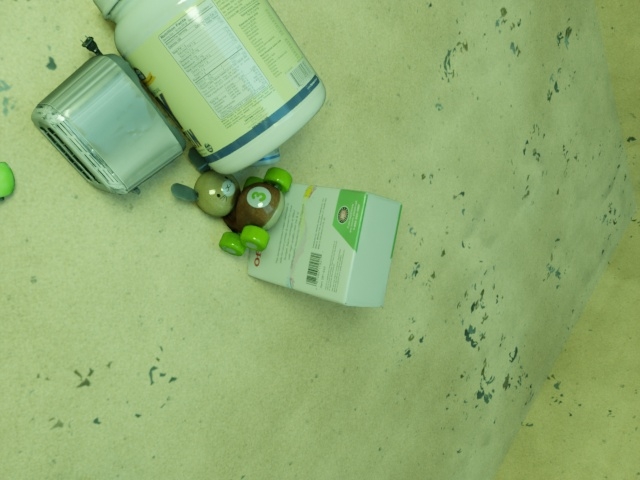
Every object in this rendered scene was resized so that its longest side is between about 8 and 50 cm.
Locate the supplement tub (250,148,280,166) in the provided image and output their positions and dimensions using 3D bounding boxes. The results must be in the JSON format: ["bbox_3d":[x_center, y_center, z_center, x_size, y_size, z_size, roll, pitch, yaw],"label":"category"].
[{"bbox_3d":[-0.118,-0.200,1.116,0.071,0.071,0.107,-21,111,-38],"label":"supplement tub"}]

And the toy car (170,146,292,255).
[{"bbox_3d":[-0.172,-0.086,1.053,0.188,0.148,0.155,33,63,-29],"label":"toy car"}]

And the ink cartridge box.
[{"bbox_3d":[0.000,0.000,1.125,0.117,0.278,0.202,10,91,-46],"label":"ink cartridge box"}]

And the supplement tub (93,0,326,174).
[{"bbox_3d":[-0.168,-0.295,0.915,0.235,0.235,0.325,-47,112,-26],"label":"supplement tub"}]

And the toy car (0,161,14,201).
[{"bbox_3d":[-0.527,-0.068,0.776,0.224,0.053,0.239,-17,110,-39],"label":"toy car"}]

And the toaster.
[{"bbox_3d":[-0.328,-0.177,0.888,0.146,0.129,0.227,-49,128,-22],"label":"toaster"}]
